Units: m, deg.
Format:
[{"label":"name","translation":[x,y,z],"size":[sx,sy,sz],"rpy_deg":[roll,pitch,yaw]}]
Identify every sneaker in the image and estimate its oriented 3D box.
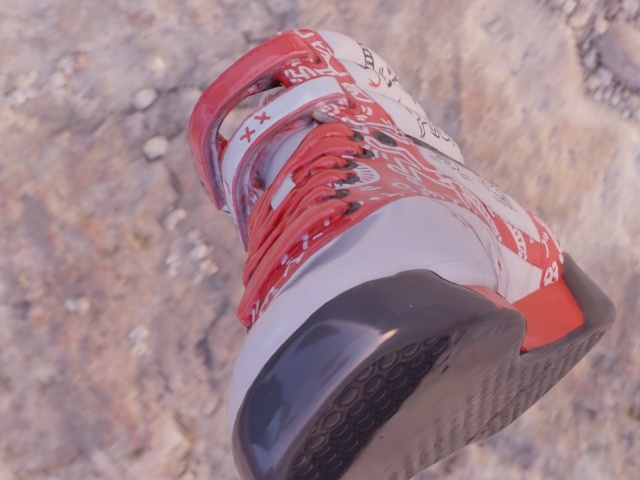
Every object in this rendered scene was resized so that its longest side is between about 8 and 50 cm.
[{"label":"sneaker","translation":[-0.001,0.001,0.560],"size":[0.145,0.270,0.090],"rpy_deg":[46,105,14]}]
